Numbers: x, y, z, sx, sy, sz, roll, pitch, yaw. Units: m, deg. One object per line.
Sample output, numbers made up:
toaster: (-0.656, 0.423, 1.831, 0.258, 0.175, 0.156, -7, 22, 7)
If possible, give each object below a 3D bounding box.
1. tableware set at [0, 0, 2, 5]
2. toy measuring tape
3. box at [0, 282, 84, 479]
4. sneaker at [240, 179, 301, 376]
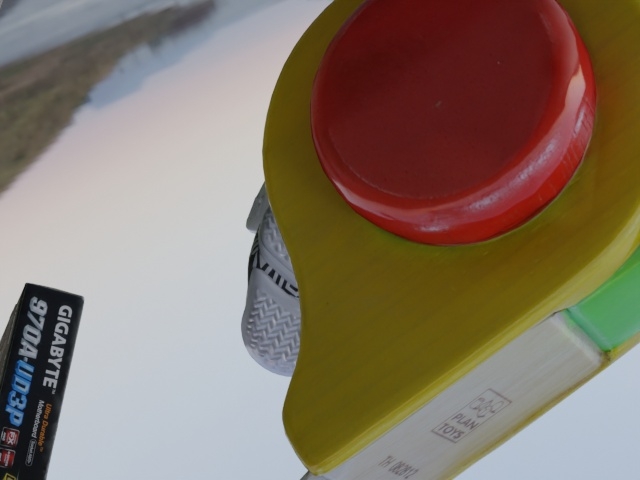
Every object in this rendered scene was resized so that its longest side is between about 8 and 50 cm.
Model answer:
tableware set: (-0.228, -0.220, 0.888, 0.141, 0.168, 0.020, -58, -149, 19)
toy measuring tape: (-0.004, 0.015, 0.396, 0.330, 0.121, 0.121, -37, -173, 9)
box: (-0.242, 0.167, 1.129, 0.175, 0.051, 0.220, 126, -25, -53)
sneaker: (0.000, 0.000, 1.428, 0.210, 0.137, 0.366, 124, -12, -56)
